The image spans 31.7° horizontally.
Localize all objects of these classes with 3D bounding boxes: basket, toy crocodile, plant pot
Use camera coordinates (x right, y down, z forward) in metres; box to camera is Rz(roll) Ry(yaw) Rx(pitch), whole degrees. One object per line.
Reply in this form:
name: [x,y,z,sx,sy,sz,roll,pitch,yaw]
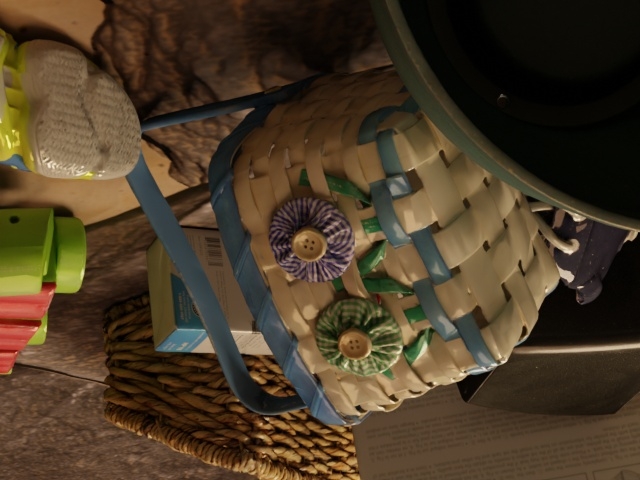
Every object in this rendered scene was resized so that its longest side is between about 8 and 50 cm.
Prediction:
basket: [0.000,0.000,0.813,0.289,0.255,0.201,-14,-161,42]
basket: [-0.096,0.194,1.220,0.213,0.223,0.299,-20,154,21]
toy crocodile: [-0.288,0.058,1.004,0.115,0.105,0.340,4,152,-26]
plant pot: [0.205,0.059,1.049,0.166,0.188,0.188,-8,152,-18]
plant pot: [0.152,-0.147,0.573,0.293,0.293,0.196,-6,-179,-7]

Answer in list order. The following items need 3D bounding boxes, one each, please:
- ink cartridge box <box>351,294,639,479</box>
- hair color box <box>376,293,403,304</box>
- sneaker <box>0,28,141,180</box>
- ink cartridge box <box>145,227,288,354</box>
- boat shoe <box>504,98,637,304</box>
ink cartridge box: [0.190,0.209,1.158,0.308,0.385,0.091,-11,153,3]
hair color box: [0.095,0.017,1.124,0.072,0.043,0.141,-7,155,-8]
sneaker: [-0.239,-0.093,0.757,0.126,0.091,0.240,-6,162,39]
ink cartridge box: [-0.068,0.051,1.067,0.180,0.104,0.060,6,151,-28]
boat shoe: [0.182,-0.060,0.823,0.127,0.158,0.340,25,173,31]
